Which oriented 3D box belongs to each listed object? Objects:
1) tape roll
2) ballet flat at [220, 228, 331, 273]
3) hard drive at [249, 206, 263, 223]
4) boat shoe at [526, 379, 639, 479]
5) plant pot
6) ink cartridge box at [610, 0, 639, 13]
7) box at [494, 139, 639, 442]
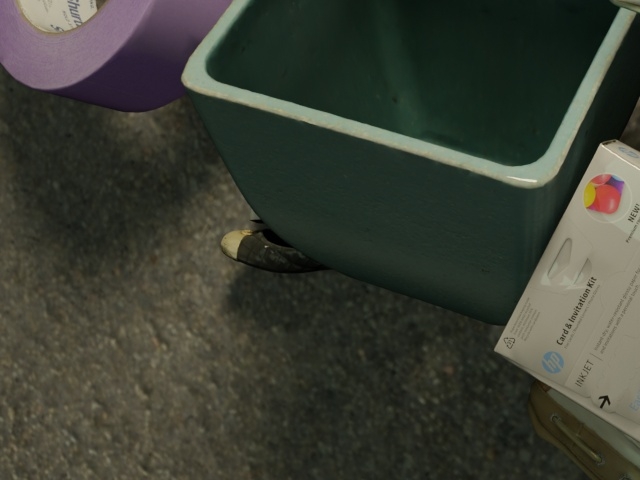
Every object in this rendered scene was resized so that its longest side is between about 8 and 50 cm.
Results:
[{"bbox_3d":[-0.162,-0.245,1.091,0.275,0.090,0.275,-11,74,43],"label":"tape roll"},{"bbox_3d":[0.000,0.000,1.123,0.173,0.057,0.049,2,112,17],"label":"ballet flat"},{"bbox_3d":[-0.010,-0.082,1.117,0.094,0.022,0.135,-2,81,25],"label":"hard drive"},{"bbox_3d":[0.278,0.188,0.995,0.302,0.113,0.103,49,115,23],"label":"boat shoe"},{"bbox_3d":[0.087,-0.080,0.952,0.247,0.248,0.252,18,148,22],"label":"plant pot"},{"bbox_3d":[0.294,-0.225,0.827,0.121,0.289,0.211,19,105,25],"label":"ink cartridge box"},{"bbox_3d":[0.213,0.050,0.782,0.186,0.038,0.145,31,110,19],"label":"box"}]
